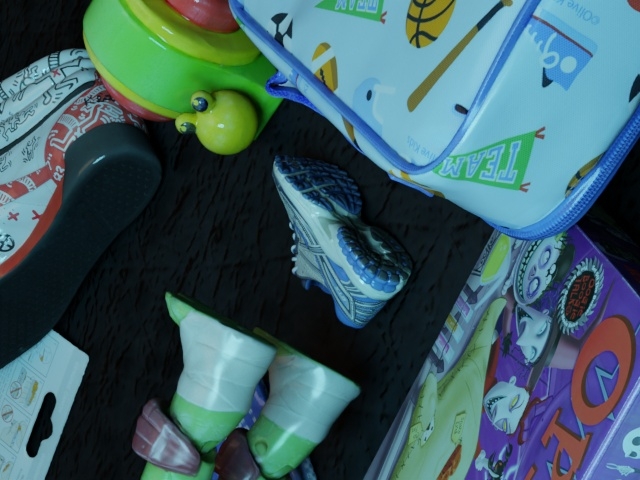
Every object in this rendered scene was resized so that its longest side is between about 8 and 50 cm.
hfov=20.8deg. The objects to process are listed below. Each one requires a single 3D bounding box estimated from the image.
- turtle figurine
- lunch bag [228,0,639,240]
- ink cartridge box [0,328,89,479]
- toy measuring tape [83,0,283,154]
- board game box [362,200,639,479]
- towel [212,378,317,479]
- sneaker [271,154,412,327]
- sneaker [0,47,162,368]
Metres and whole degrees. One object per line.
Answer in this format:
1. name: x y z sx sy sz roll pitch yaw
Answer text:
1. turtle figurine: -0.114 0.158 0.974 0.266 0.197 0.274 -62 20 -1
2. lunch bag: 0.073 -0.147 0.879 0.243 0.115 0.303 -60 33 14
3. ink cartridge box: -0.246 0.107 1.363 0.179 0.045 0.145 32 108 32
4. toy measuring tape: -0.117 -0.183 1.180 0.121 0.121 0.330 -52 45 33
5. board game box: 0.066 0.154 0.840 0.347 0.056 0.208 -64 22 14
6. towel: -0.097 0.266 1.115 0.336 0.040 0.243 -45 50 38
7. sneaker: 0.000 0.000 1.037 0.135 0.052 0.058 57 130 43
8. sneaker: -0.229 -0.020 1.295 0.270 0.090 0.145 -45 47 22
